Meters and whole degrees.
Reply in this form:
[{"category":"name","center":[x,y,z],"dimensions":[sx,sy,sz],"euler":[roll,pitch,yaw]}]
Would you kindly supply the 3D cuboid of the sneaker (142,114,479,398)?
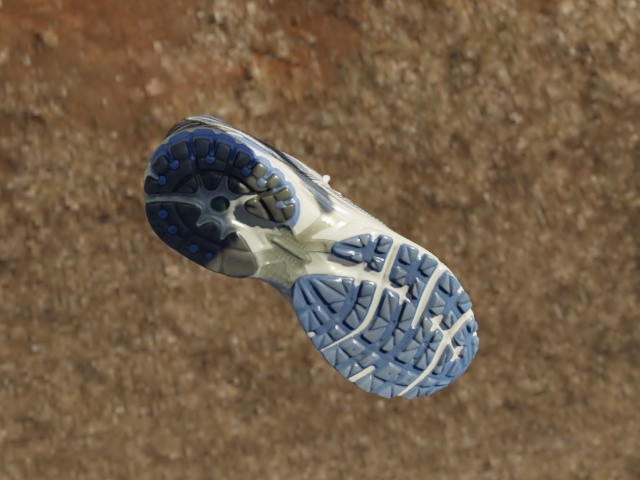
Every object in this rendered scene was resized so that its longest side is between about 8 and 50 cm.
[{"category":"sneaker","center":[0.000,0.000,0.538],"dimensions":[0.135,0.058,0.052],"euler":[39,104,-21]}]
